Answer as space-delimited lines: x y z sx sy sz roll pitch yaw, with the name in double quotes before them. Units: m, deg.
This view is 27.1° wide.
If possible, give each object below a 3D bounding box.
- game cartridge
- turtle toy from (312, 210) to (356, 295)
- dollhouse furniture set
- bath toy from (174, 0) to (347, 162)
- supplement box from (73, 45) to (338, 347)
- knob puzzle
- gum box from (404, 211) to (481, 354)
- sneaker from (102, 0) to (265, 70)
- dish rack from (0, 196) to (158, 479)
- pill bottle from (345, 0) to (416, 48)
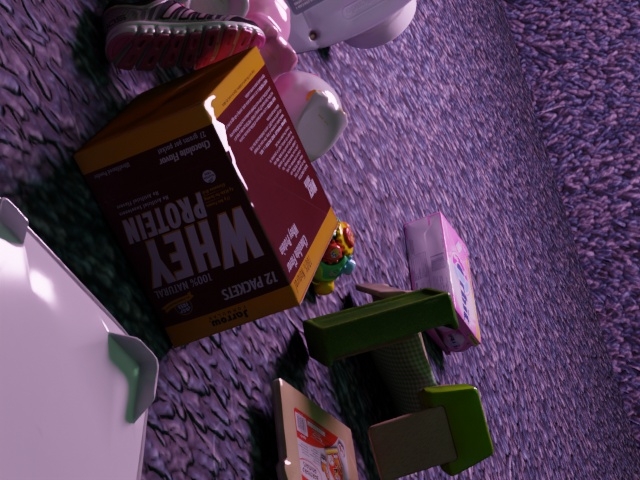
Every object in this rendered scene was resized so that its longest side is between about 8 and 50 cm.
"game cartridge" 0.020 -0.355 1.663 0.060 0.294 0.196 2 -59 63
"turtle toy" 0.000 0.000 1.515 0.130 0.066 0.095 41 35 -56
"dollhouse furniture set" 0.063 0.162 1.534 0.301 0.151 0.197 -172 -114 -79
"bath toy" -0.091 -0.226 1.413 0.129 0.151 0.348 26 -20 47
"supplement box" -0.094 -0.043 1.199 0.194 0.129 0.191 65 20 -16
"knob puzzle" -0.004 0.255 1.315 0.213 0.030 0.213 55 24 -39
"gum box" 0.181 0.067 1.956 0.107 0.062 0.188 49 29 -47
"sneaker" -0.134 -0.204 1.265 0.170 0.063 0.074 -6 52 -31
"dish rack" -0.196 0.126 0.854 0.285 0.072 0.332 55 25 -40
"pill bottle" 0.026 -0.390 1.830 0.264 0.153 0.153 47 30 -50
